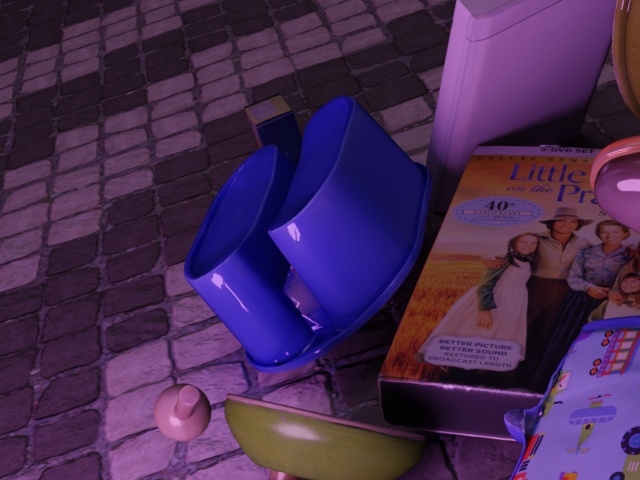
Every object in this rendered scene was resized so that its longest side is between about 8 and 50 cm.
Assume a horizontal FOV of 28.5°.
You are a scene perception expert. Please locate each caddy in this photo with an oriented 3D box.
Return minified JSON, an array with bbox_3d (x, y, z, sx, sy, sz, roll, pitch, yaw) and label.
[{"bbox_3d":[0.000,0.000,1.386,0.241,0.179,0.341,-32,21,28],"label":"caddy"}]

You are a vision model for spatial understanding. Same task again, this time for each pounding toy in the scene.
[{"bbox_3d":[-0.031,0.201,1.107,0.237,0.110,0.183,14,-8,-12],"label":"pounding toy"}]

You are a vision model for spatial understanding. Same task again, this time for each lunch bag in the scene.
[{"bbox_3d":[0.267,0.160,0.936,0.293,0.138,0.221,5,51,35],"label":"lunch bag"}]

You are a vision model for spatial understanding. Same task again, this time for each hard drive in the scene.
[{"bbox_3d":[0.232,-0.189,1.419,0.233,0.353,0.047,-29,65,-18],"label":"hard drive"}]

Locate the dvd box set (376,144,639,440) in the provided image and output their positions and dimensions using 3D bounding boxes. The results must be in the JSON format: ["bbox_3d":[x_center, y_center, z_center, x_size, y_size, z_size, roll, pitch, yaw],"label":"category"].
[{"bbox_3d":[0.257,0.039,1.235,0.307,0.062,0.420,4,35,19],"label":"dvd box set"}]

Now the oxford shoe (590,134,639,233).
[{"bbox_3d":[0.400,0.008,1.098,0.363,0.130,0.133,19,51,21],"label":"oxford shoe"}]

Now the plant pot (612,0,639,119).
[{"bbox_3d":[0.555,-0.211,1.283,0.366,0.366,0.353,-30,42,-20],"label":"plant pot"}]

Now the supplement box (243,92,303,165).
[{"bbox_3d":[-0.061,-0.148,1.762,0.056,0.083,0.083,-22,30,-6],"label":"supplement box"}]
